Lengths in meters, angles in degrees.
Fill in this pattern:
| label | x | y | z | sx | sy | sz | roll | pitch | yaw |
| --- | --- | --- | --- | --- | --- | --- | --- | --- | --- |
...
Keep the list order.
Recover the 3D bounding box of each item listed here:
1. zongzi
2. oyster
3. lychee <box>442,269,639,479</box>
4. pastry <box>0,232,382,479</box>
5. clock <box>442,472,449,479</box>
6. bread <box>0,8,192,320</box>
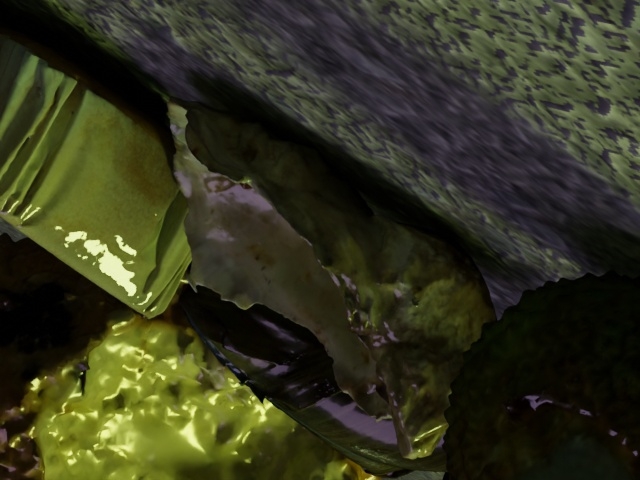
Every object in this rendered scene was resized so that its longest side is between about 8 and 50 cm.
| label | x | y | z | sx | sy | sz | roll | pitch | yaw |
| --- | --- | --- | --- | --- | --- | --- | --- | --- | --- |
| zongzi | 0.031 | 0.073 | 1.283 | 0.221 | 0.112 | 0.242 | 35 | 162 | -19 |
| oyster | 0.006 | 0.010 | 1.077 | 0.233 | 0.107 | 0.161 | 45 | 166 | 14 |
| lychee | 0.139 | 0.090 | 0.901 | 0.171 | 0.171 | 0.171 | 30 | 171 | 6 |
| pastry | -0.144 | 0.137 | 1.637 | 0.405 | 0.292 | 0.337 | 22 | -177 | -21 |
| clock | 0.195 | 0.191 | 1.436 | 0.186 | 0.083 | 0.253 | 31 | 171 | 2 |
| bread | -0.169 | -0.061 | 1.189 | 0.210 | 0.110 | 0.192 | 40 | 174 | -40 |
